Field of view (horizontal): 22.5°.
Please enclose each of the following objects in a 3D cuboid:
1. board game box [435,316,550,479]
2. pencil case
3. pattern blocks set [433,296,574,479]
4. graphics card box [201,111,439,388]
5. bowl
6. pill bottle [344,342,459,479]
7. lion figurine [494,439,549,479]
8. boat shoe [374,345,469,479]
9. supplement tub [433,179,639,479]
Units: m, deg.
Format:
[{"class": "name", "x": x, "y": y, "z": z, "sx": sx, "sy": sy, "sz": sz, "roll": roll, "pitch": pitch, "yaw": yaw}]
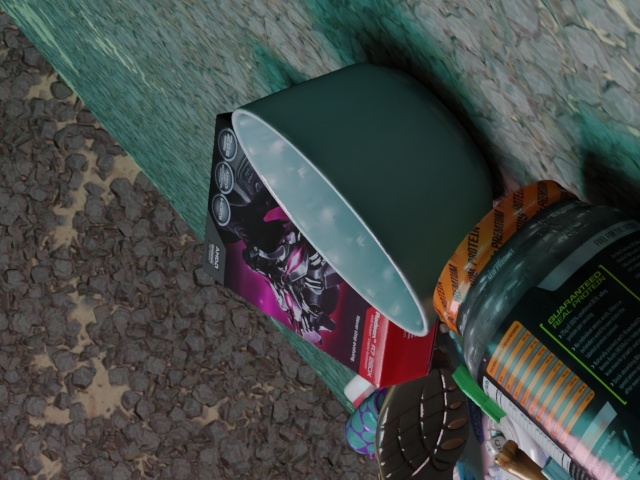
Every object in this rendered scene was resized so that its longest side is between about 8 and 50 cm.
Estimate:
[{"class": "board game box", "x": 0.232, "y": 0.255, "z": 2.042, "sx": 0.390, "sy": 0.050, "sz": 0.390, "roll": -154, "pitch": 51, "yaw": -65}, {"class": "pencil case", "x": 0.083, "y": 0.249, "z": 2.240, "sx": 0.070, "sy": 0.064, "sz": 0.152, "roll": 58, "pitch": 155, "yaw": 12}, {"class": "pattern blocks set", "x": 0.220, "y": 0.154, "z": 1.599, "sx": 0.285, "sy": 0.026, "sz": 0.325, "roll": 47, "pitch": -162, "yaw": 15}, {"class": "graphics card box", "x": 0.000, "y": 0.000, "z": 2.017, "sx": 0.371, "sy": 0.094, "sz": 0.233, "roll": 33, "pitch": 125, "yaw": 42}, {"class": "bowl", "x": 0.066, "y": -0.066, "z": 1.711, "sx": 0.311, "sy": 0.163, "sz": 0.311, "roll": 47, "pitch": 169, "yaw": 12}, {"class": "pill bottle", "x": 0.199, "y": 0.279, "z": 2.361, "sx": 0.318, "sy": 0.176, "sz": 0.176, "roll": 48, "pitch": 170, "yaw": 6}, {"class": "lion figurine", "x": 0.292, "y": 0.334, "z": 1.800, "sx": 0.240, "sy": 0.142, "sz": 0.392, "roll": 36, "pitch": 144, "yaw": 18}, {"class": "boat shoe", "x": 0.119, "y": 0.263, "z": 2.110, "sx": 0.120, "sy": 0.122, "sz": 0.324, "roll": -107, "pitch": 15, "yaw": -52}, {"class": "supplement tub", "x": 0.269, "y": 0.113, "z": 1.390, "sx": 0.338, "sy": 0.207, "sz": 0.207, "roll": 45, "pitch": 169, "yaw": 25}]
